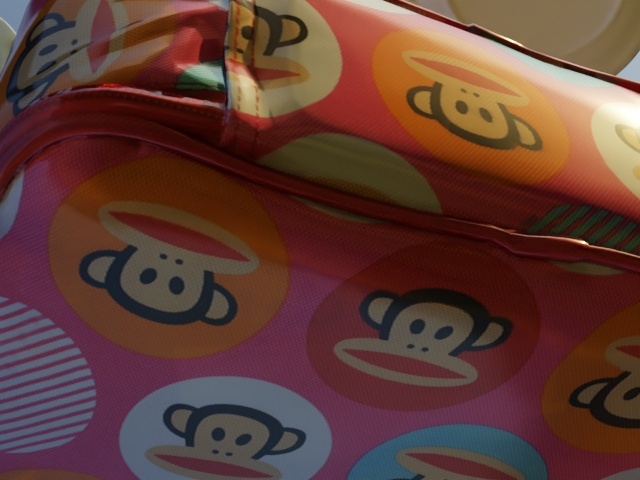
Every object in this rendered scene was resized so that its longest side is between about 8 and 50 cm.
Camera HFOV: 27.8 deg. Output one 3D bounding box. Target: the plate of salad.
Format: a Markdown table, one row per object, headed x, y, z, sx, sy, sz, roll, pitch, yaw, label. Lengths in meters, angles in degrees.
| x | y | z | sx | sy | sz | roll | pitch | yaw | label |
| --- | --- | --- | --- | --- | --- | --- | --- | --- | --- |
| 0.162 | -0.200 | 1.004 | 0.200 | 0.048 | 0.199 | 0 | -100 | 2 | plate of salad |

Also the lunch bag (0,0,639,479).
| x | y | z | sx | sy | sz | roll | pitch | yaw | label |
| --- | --- | --- | --- | --- | --- | --- | --- | --- | --- |
| 0.009 | 0.050 | 0.451 | 0.293 | 0.258 | 0.120 | 15 | -138 | -15 | lunch bag |

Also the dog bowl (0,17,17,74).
| x | y | z | sx | sy | sz | roll | pitch | yaw | label |
| --- | --- | --- | --- | --- | --- | --- | --- | --- | --- |
| -0.375 | -0.095 | 1.162 | 0.265 | 0.265 | 0.104 | -53 | -30 | -30 | dog bowl |
